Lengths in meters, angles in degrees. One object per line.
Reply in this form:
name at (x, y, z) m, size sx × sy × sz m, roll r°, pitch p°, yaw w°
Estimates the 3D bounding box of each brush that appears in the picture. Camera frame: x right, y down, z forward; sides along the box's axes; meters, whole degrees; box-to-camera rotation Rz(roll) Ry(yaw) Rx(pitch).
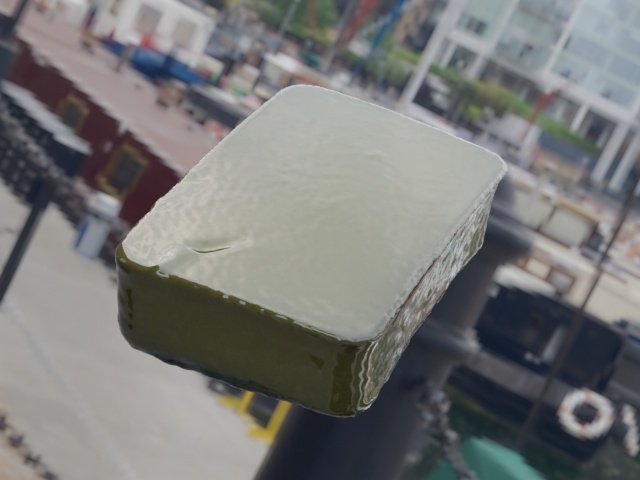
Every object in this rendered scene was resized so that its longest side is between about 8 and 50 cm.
brush at (0.000, 0.000, 0.745) m, size 0.123 × 0.059 × 0.197 m, roll 19°, pitch 34°, yaw 16°
